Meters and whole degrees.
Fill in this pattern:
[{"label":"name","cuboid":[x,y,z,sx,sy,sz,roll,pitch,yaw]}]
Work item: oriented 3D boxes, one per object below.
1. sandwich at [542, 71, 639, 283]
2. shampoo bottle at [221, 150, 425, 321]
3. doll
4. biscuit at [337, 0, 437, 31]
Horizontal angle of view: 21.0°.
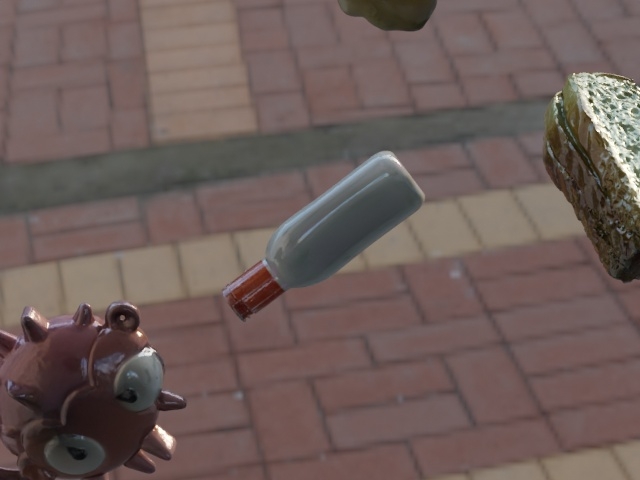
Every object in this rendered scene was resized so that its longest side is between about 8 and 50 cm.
[{"label":"sandwich","cuboid":[0.389,-0.068,1.838,0.288,0.099,0.254,2,43,-23]},{"label":"shampoo bottle","cuboid":[0.000,0.000,1.717,0.221,0.108,0.051,-37,63,3]},{"label":"doll","cuboid":[-0.238,0.158,1.641,0.211,0.262,0.093,35,23,-15]},{"label":"biscuit","cuboid":[0.061,-0.140,0.479,0.229,0.176,0.031,10,10,-19]}]
